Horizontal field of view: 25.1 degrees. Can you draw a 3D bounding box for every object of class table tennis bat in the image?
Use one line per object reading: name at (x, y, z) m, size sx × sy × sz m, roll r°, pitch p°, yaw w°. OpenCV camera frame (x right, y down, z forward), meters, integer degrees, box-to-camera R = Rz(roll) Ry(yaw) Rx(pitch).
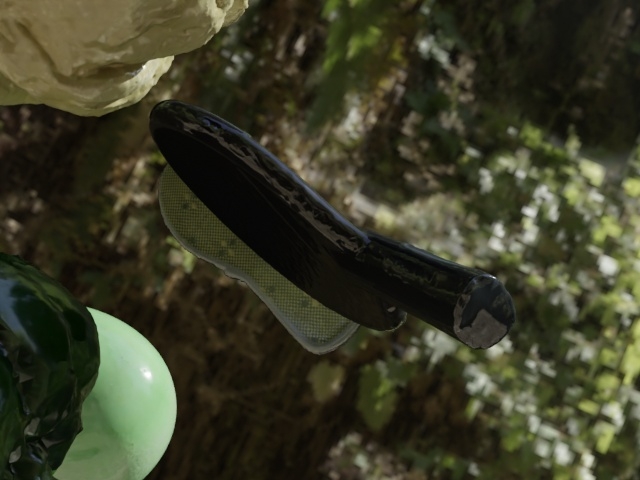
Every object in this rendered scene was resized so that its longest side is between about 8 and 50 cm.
table tennis bat at (0.000, 0.000, 0.638) m, size 0.150 × 0.027 × 0.236 m, roll 49°, pitch -14°, yaw -34°

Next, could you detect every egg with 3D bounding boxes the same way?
egg at (-0.276, 0.173, 1.474) m, size 0.269 × 0.220 × 0.220 m, roll -4°, pitch -25°, yaw 19°

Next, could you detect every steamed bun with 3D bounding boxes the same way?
steamed bun at (-0.222, -0.246, 1.404) m, size 0.324 × 0.230 × 0.372 m, roll 3°, pitch 19°, yaw 15°

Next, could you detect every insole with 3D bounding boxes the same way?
insole at (-0.060, -0.002, 1.312) m, size 0.322 × 0.109 × 0.007 m, roll 43°, pitch 3°, yaw 43°

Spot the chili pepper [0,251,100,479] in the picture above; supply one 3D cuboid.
chili pepper at (-0.286, 0.039, 0.660) m, size 0.385 × 0.213 × 0.167 m, roll 22°, pitch 7°, yaw 4°
